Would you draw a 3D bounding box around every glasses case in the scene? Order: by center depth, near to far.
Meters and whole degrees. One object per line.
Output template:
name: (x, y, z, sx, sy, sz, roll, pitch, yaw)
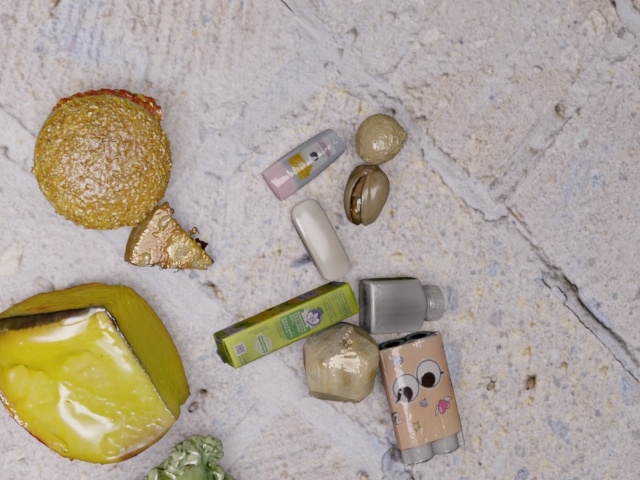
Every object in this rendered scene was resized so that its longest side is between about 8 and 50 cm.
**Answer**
glasses case: (0.000, 0.000, 1.772, 0.081, 0.051, 0.204, -29, 99, -17)

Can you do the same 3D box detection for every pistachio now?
pistachio: (0.106, -0.107, 1.785, 0.113, 0.113, 0.149, 13, 101, -18)

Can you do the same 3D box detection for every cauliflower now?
cauliflower: (-0.301, 0.558, 1.570, 0.260, 0.281, 0.327, 17, 79, 10)

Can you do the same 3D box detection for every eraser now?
eraser: (0.239, 0.378, 1.839, 0.171, 0.087, 0.291, -14, 95, -16)

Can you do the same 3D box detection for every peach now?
peach: (-0.471, 0.249, 1.523, 0.306, 0.242, 0.380, -35, 103, 3)

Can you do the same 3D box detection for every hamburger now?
hamburger: (-0.445, -0.165, 1.554, 0.276, 0.179, 0.294, 2, 90, -19)

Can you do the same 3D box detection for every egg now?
egg: (0.140, -0.238, 1.782, 0.118, 0.116, 0.140, 24, 53, 3)

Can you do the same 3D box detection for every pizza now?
pizza: (-0.320, 0.010, 1.659, 0.194, 0.069, 0.154, 28, 82, -23)

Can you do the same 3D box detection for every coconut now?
coconut: (0.048, 0.272, 1.720, 0.194, 0.194, 0.194, 0, 91, -18)

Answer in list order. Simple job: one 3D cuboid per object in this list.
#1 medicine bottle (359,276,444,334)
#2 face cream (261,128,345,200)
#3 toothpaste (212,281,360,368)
medicine bottle: (0.194, 0.154, 1.819, 0.188, 0.088, 0.132, -1, 91, -19)
face cream: (-0.037, -0.179, 1.754, 0.198, 0.057, 0.084, -38, 101, -15)
toothpaste: (-0.078, 0.187, 1.718, 0.327, 0.110, 0.077, -23, 95, -17)
